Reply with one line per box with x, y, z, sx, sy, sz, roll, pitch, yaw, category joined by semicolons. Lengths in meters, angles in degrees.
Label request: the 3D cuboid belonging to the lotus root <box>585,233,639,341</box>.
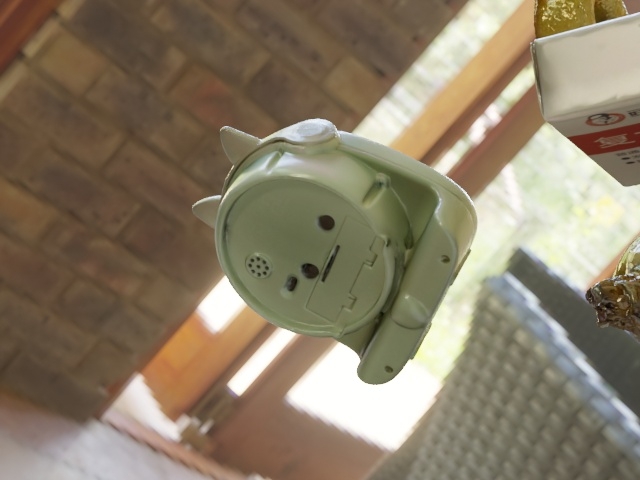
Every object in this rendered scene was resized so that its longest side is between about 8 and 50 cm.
0.395;0.044;1.518;0.342;0.151;0.169;-15;13;-36;lotus root

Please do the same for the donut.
0.292;-0.230;1.677;0.152;0.058;0.152;19;66;-51;donut

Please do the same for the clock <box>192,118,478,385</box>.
0.000;0.000;1.789;0.324;0.265;0.108;27;37;7;clock

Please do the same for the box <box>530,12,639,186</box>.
0.341;-0.118;1.018;0.214;0.353;0.069;23;57;-63;box
